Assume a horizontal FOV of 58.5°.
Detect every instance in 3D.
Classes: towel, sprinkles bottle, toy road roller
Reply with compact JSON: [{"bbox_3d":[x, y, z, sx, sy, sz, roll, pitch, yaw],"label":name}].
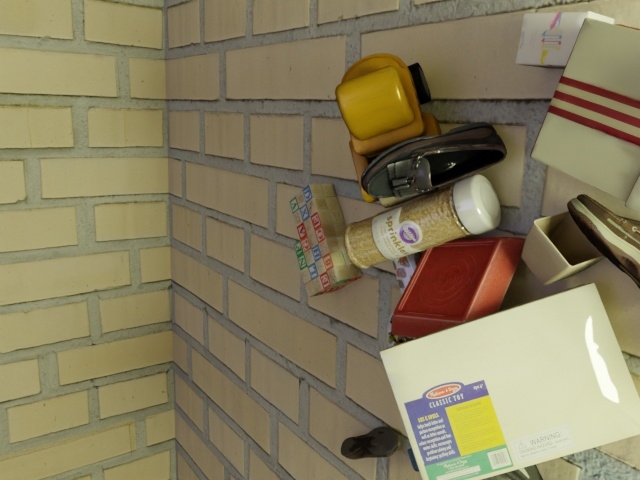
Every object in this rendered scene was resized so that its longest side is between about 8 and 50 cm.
[{"bbox_3d":[0.276,0.556,1.459,0.119,0.029,0.067,-32,70,52],"label":"towel"},{"bbox_3d":[0.219,-0.034,1.287,0.355,0.121,0.121,-21,78,39],"label":"sprinkles bottle"},{"bbox_3d":[0.146,-0.248,1.268,0.202,0.240,0.330,-16,86,21],"label":"toy road roller"}]

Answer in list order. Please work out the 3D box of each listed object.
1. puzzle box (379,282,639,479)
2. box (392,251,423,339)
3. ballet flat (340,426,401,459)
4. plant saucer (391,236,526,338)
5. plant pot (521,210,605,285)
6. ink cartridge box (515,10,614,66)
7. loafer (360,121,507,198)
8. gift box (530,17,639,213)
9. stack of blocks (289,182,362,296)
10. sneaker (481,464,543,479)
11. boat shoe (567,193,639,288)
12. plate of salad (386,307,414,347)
[{"bbox_3d":[0.340,0.266,1.041,0.052,0.408,0.272,25,-134,-81],"label":"puzzle box"},{"bbox_3d":[0.245,0.159,1.380,0.063,0.067,0.324,-23,73,32],"label":"box"},{"bbox_3d":[0.150,0.587,1.628,0.250,0.058,0.084,-35,32,46],"label":"ballet flat"},{"bbox_3d":[0.278,0.091,1.219,0.258,0.047,0.259,-4,51,55],"label":"plant saucer"},{"bbox_3d":[0.445,0.023,1.069,0.109,0.109,0.096,60,150,29],"label":"plant pot"},{"bbox_3d":[0.440,-0.352,1.013,0.143,0.092,0.090,24,114,49],"label":"ink cartridge box"},{"bbox_3d":[0.232,-0.156,1.175,0.095,0.302,0.109,-110,-2,-51],"label":"loafer"},{"bbox_3d":[0.502,-0.189,0.817,0.258,0.255,0.276,44,133,45],"label":"gift box"},{"bbox_3d":[0.000,0.000,1.700,0.171,0.087,0.297,-34,69,52],"label":"stack of blocks"},{"bbox_3d":[0.335,0.294,1.160,0.202,0.185,0.483,-44,50,42],"label":"sneaker"},{"bbox_3d":[0.535,0.005,0.962,0.095,0.095,0.257,-39,61,9],"label":"boat shoe"},{"bbox_3d":[0.228,0.264,1.460,0.200,0.048,0.200,15,109,53],"label":"plate of salad"}]
